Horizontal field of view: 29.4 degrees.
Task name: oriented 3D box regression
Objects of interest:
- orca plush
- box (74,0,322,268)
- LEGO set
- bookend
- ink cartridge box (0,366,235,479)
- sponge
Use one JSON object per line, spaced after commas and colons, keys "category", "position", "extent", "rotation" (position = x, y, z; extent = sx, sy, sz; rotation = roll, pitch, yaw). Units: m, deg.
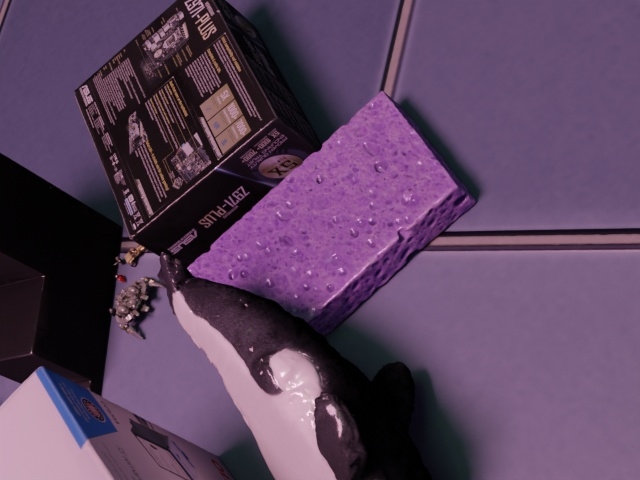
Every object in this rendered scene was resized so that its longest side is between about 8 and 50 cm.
{"category": "orca plush", "position": [0.008, 0.110, 0.785], "extent": [0.102, 0.151, 0.287], "rotation": [-22, 43, -29]}
{"category": "box", "position": [-0.098, -0.091, 0.964], "extent": [0.147, 0.077, 0.180], "rotation": [-39, 50, 13]}
{"category": "LEGO set", "position": [-0.153, 0.039, 0.971], "extent": [0.054, 0.023, 0.083], "rotation": [-41, 50, 11]}
{"category": "bookend", "position": [-0.240, 0.034, 0.948], "extent": [0.072, 0.156, 0.157], "rotation": [-13, 61, 30]}
{"category": "ink cartridge box", "position": [-0.111, 0.177, 0.759], "extent": [0.082, 0.190, 0.139], "rotation": [-48, 49, 4]}
{"category": "sponge", "position": [0.000, 0.000, 0.878], "extent": [0.210, 0.031, 0.117], "rotation": [-42, 50, 10]}
